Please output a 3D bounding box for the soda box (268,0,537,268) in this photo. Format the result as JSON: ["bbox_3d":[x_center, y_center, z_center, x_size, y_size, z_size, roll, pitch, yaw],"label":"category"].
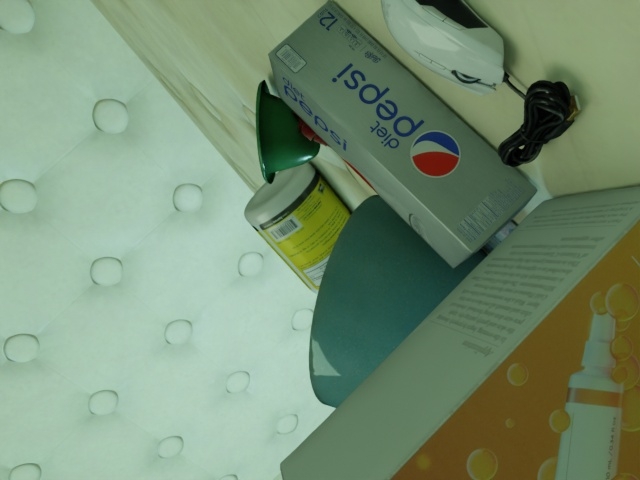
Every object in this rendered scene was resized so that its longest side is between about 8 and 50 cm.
[{"bbox_3d":[0.076,-0.107,0.589,0.286,0.091,0.098,46,174,9],"label":"soda box"}]

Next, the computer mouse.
[{"bbox_3d":[0.105,-0.138,0.433,0.193,0.042,0.106,46,174,6],"label":"computer mouse"}]

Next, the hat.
[{"bbox_3d":[-0.008,-0.182,0.975,0.173,0.183,0.209,77,-168,-64],"label":"hat"}]

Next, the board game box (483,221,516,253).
[{"bbox_3d":[0.201,-0.012,0.668,0.090,0.020,0.090,45,175,15],"label":"board game box"}]

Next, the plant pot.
[{"bbox_3d":[0.138,0.100,0.733,0.195,0.290,0.290,13,158,23],"label":"plant pot"}]

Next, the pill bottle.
[{"bbox_3d":[0.000,0.000,1.280,0.334,0.188,0.188,49,173,-21],"label":"pill bottle"}]

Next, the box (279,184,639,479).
[{"bbox_3d":[0.169,0.153,0.439,0.215,0.345,0.168,47,173,-5],"label":"box"}]
